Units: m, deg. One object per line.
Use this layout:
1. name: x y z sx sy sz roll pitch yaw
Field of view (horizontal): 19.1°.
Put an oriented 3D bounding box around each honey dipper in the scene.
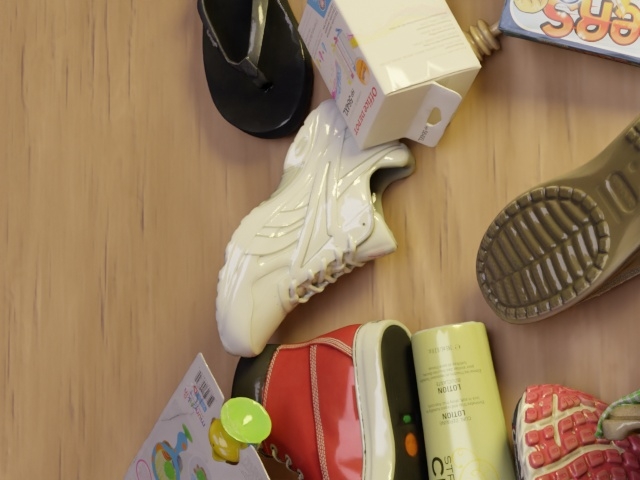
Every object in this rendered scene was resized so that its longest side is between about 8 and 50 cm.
1. honey dipper: 0.174 -0.192 1.537 0.161 0.030 0.030 -33 69 16

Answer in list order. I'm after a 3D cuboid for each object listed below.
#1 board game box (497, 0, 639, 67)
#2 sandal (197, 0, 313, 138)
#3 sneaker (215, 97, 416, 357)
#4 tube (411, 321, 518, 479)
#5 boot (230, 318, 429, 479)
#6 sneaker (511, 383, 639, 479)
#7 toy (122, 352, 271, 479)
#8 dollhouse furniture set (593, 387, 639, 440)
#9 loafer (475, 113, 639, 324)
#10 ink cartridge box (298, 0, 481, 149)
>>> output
1. board game box: 0.252 -0.203 1.478 0.201 0.035 0.136 16 90 20
2. sandal: -0.072 -0.208 1.650 0.097 0.054 0.254 -17 75 24
3. sneaker: 0.000 0.000 1.551 0.115 0.090 0.232 26 82 19
4. tube: 0.121 0.185 1.493 0.070 0.062 0.240 -24 72 57
5. boot: 0.001 0.197 1.544 0.176 0.088 0.244 -13 76 32
6. sneaker: 0.192 0.251 1.419 0.112 0.121 0.299 -39 55 50
7. toy: -0.090 0.205 1.570 0.137 0.056 0.237 59 146 23
8. dollhouse furniture set: 0.359 0.064 1.307 0.301 0.197 0.151 -3 83 26
9. loafer: 0.231 -0.020 1.450 0.268 0.092 0.102 -38 65 35
10. ink cartridge box: 0.057 -0.149 1.535 0.090 0.092 0.143 -18 68 -21
